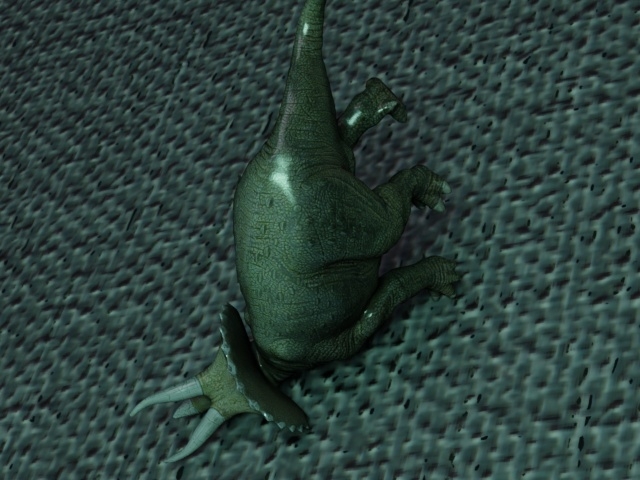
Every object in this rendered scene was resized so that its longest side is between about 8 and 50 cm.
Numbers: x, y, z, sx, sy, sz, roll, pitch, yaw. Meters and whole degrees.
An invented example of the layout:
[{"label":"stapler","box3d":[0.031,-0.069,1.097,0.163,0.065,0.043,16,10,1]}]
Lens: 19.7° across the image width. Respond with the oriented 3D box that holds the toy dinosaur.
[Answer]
[{"label":"toy dinosaur","box3d":[0.000,0.000,1.082,0.121,0.313,0.160,31,41,22]}]
